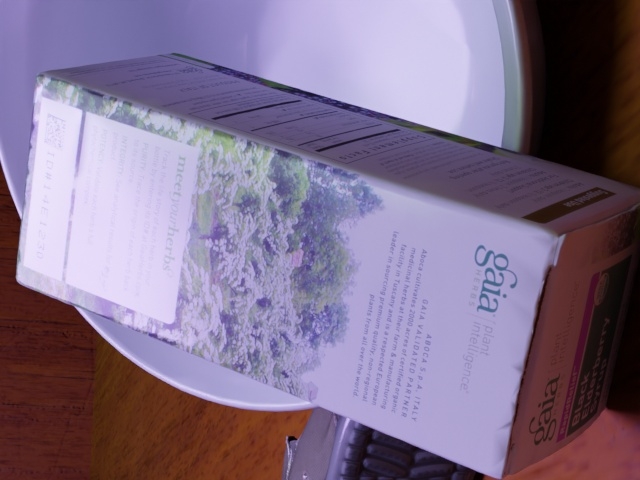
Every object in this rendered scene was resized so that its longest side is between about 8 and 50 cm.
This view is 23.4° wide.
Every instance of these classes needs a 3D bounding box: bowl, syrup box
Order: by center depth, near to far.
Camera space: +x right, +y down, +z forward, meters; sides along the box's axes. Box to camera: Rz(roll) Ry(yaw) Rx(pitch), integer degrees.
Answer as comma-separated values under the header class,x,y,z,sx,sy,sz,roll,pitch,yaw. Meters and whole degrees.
class,x,y,z,sx,sy,sz,roll,pitch,yaw
syrup box,0.000,0.000,0.612,0.096,0.236,0.093,-20,-57,-57
bowl,-0.008,-0.079,0.740,0.134,0.297,0.298,-18,-59,-56

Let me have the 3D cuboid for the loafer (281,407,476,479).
class,x,y,z,sx,sy,sz,roll,pitch,yaw
loafer,0.019,0.146,0.794,0.087,0.094,0.251,-99,28,-59
